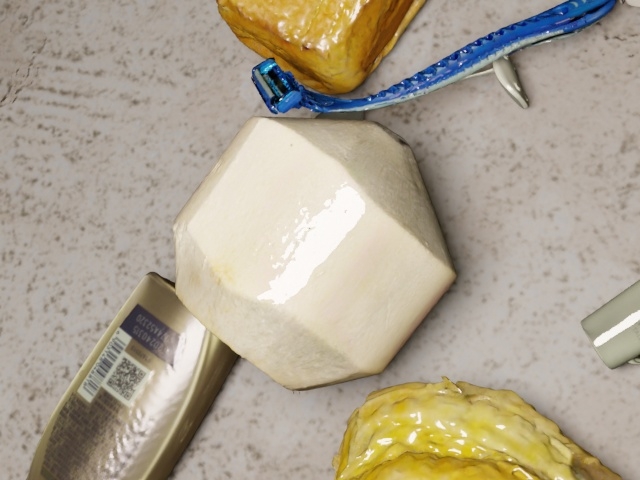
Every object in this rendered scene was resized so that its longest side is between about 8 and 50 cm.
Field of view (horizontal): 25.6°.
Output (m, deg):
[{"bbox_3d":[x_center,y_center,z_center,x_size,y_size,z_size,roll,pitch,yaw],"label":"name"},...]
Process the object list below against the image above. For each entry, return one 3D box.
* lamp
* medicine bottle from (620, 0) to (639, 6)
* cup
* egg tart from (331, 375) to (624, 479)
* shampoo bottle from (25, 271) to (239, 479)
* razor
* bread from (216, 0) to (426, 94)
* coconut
[{"bbox_3d":[0.086,-0.122,1.278,0.198,0.050,0.056,-16,67,17],"label":"lamp"},{"bbox_3d":[0.364,-0.259,1.189,0.219,0.078,0.115,2,72,24],"label":"medicine bottle"},{"bbox_3d":[0.264,0.070,1.148,0.083,0.075,0.054,-35,27,13],"label":"cup"},{"bbox_3d":[0.119,0.288,1.079,0.339,0.153,0.351,16,81,24],"label":"egg tart"},{"bbox_3d":[-0.202,0.202,1.278,0.125,0.084,0.350,30,87,29],"label":"shampoo bottle"},{"bbox_3d":[0.105,-0.156,1.217,0.324,0.056,0.093,-16,26,-8],"label":"razor"},{"bbox_3d":[0.034,-0.291,1.310,0.167,0.132,0.294,30,86,27],"label":"bread"},{"bbox_3d":[0.002,0.002,1.185,0.241,0.241,0.241,-7,71,21],"label":"coconut"}]
